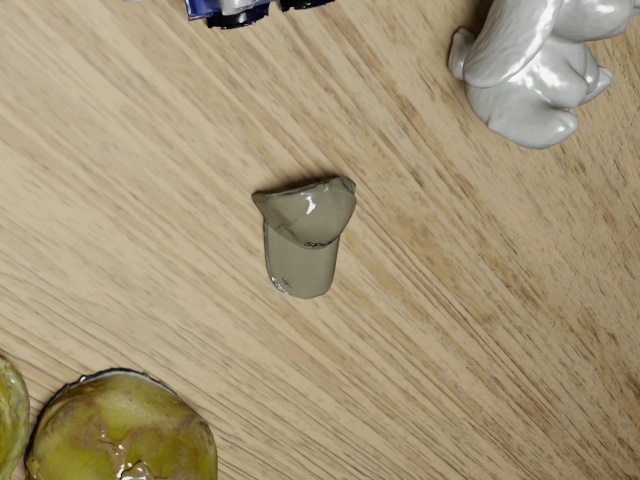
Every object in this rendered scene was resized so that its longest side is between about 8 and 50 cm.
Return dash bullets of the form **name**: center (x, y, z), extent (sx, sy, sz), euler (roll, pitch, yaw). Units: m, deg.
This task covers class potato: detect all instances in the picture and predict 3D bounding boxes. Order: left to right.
- **potato**: center (-0.225, 0.325, 0.880), extent (0.246, 0.196, 0.300), euler (-9, 114, -28)

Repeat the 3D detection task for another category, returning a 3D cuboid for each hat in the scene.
- **hat**: center (0.000, 0.000, 0.925), extent (0.147, 0.085, 0.175), euler (-14, 117, -25)

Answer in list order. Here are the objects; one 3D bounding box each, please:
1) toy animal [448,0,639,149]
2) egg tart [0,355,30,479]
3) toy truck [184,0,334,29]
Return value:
- **toy animal**: center (0.279, -0.276, 0.863), extent (0.271, 0.206, 0.265), euler (-41, 157, -41)
- **egg tart**: center (-0.443, 0.218, 0.753), extent (0.290, 0.115, 0.290), euler (-11, 116, -24)
- **toy truck**: center (-0.036, -0.292, 0.715), extent (0.213, 0.177, 0.161), euler (-22, 120, -20)
